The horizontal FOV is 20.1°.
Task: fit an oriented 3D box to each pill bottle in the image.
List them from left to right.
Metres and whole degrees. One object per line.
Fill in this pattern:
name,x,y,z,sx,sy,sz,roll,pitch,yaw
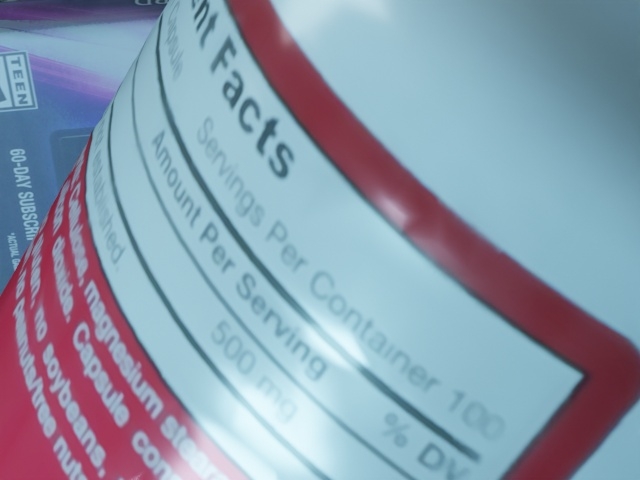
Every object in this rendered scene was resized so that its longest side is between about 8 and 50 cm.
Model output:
pill bottle,0.044,0.021,0.475,0.408,0.229,0.229,-55,2,29

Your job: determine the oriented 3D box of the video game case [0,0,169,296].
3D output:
video game case,0.000,0.000,0.613,0.026,0.274,0.196,-96,2,-53
